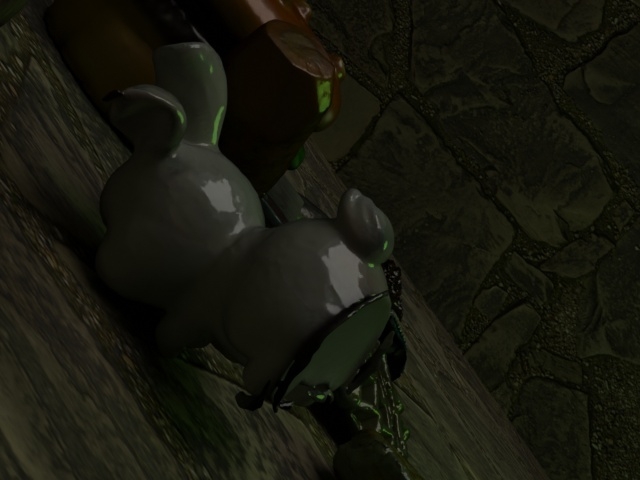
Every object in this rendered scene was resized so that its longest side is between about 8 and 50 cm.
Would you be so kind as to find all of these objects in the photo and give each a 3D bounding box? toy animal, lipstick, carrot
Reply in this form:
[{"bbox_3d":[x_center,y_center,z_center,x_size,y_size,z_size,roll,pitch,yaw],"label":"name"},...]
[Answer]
[{"bbox_3d":[-0.083,0.003,1.018,0.310,0.247,0.183,43,38,21],"label":"toy animal"},{"bbox_3d":[-0.084,-0.042,1.754,0.076,0.080,0.371,52,8,-5],"label":"lipstick"},{"bbox_3d":[-0.093,-0.081,1.168,0.114,0.302,0.114,23,37,-19],"label":"carrot"}]

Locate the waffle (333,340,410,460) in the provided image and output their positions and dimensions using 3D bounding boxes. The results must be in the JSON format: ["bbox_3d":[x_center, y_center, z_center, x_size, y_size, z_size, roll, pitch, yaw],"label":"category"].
[{"bbox_3d":[0.047,0.162,1.507,0.292,0.056,0.309,0,70,-82],"label":"waffle"}]

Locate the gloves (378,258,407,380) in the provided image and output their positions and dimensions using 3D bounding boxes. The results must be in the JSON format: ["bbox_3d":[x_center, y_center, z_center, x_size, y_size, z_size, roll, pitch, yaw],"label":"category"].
[{"bbox_3d":[0.057,0.082,1.861,0.210,0.135,0.312,41,12,-45],"label":"gloves"}]

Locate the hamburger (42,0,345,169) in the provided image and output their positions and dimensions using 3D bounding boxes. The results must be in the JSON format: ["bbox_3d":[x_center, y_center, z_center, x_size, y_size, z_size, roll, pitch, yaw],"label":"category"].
[{"bbox_3d":[-0.148,-0.255,1.561,0.396,0.277,0.396,52,6,-8],"label":"hamburger"}]

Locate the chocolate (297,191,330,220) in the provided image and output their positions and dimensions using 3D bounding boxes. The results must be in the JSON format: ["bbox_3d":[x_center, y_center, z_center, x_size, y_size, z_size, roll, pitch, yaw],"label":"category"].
[{"bbox_3d":[0.001,0.000,2.109,0.254,0.080,0.157,52,7,-14],"label":"chocolate"}]

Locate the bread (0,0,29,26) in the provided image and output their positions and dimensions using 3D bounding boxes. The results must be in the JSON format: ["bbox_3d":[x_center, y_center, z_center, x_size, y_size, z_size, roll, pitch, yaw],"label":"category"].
[{"bbox_3d":[-0.313,-0.222,0.804,0.187,0.155,0.338,48,8,-8],"label":"bread"}]

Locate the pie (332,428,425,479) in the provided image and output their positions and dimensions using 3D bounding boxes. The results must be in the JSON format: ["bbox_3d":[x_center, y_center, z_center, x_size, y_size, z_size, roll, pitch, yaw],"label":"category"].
[{"bbox_3d":[0.099,0.307,1.242,0.248,0.090,0.201,54,-4,-1],"label":"pie"}]
